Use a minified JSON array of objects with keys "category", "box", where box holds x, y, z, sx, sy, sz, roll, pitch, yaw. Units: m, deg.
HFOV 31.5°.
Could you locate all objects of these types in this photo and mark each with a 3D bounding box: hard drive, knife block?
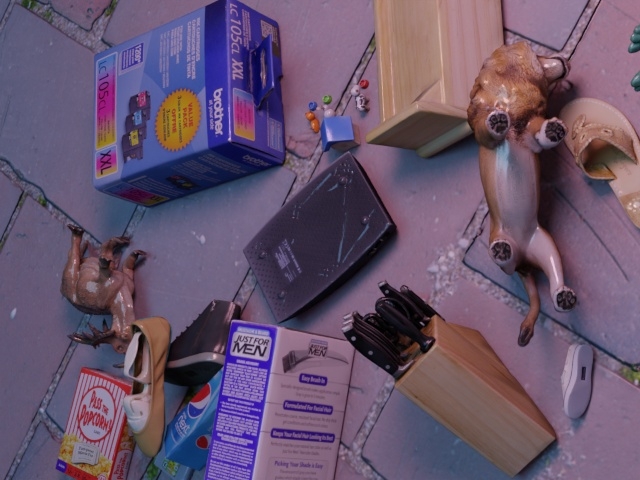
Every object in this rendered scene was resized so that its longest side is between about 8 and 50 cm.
[{"category":"hard drive","box":[0.000,0.000,1.797,0.255,0.054,0.172,-42,57,23]},{"category":"knife block","box":[0.157,0.179,1.506,0.088,0.242,0.275,-49,55,20]}]

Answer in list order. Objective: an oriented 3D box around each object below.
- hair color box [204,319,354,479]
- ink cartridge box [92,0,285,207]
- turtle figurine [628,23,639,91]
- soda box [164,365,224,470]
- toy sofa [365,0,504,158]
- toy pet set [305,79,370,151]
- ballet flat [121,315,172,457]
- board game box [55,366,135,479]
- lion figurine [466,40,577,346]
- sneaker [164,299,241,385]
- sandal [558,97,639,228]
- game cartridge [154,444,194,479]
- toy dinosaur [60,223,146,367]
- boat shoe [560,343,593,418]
[{"category":"hair color box","box":[-0.066,0.300,1.691,0.110,0.185,0.338,6,82,41]},{"category":"ink cartridge box","box":[-0.210,-0.242,1.966,0.395,0.151,0.270,-15,70,34]},{"category":"turtle figurine","box":[0.495,-0.187,1.416,0.234,0.118,0.175,41,146,39]},{"category":"soda box","box":[-0.165,0.278,1.833,0.210,0.071,0.067,-47,34,23]},{"category":"toy sofa","box":[0.168,-0.316,1.701,0.150,0.177,0.362,-26,62,57]},{"category":"toy pet set","box":[0.017,-0.200,1.825,0.122,0.065,0.114,-21,67,34]},{"category":"ballet flat","box":[-0.294,0.239,1.857,0.080,0.073,0.232,-2,83,46]},{"category":"board game box","box":[-0.392,0.338,2.032,0.147,0.045,0.193,12,86,40]},{"category":"lion figurine","box":[0.265,-0.072,1.528,0.142,0.240,0.392,3,98,0]},{"category":"sneaker","box":[-0.211,0.175,1.922,0.222,0.083,0.118,-14,52,43]},{"category":"sandal","box":[0.381,-0.114,1.505,0.088,0.079,0.240,-44,56,23]},{"category":"game cartridge","box":[-0.246,0.374,1.927,0.083,0.017,0.056,26,92,39]},{"category":"toy dinosaur","box":[-0.412,0.095,2.065,0.296,0.127,0.200,32,106,44]},{"category":"boat shoe","box":[0.335,0.185,1.503,0.035,0.035,0.100,180,98,-66]}]
